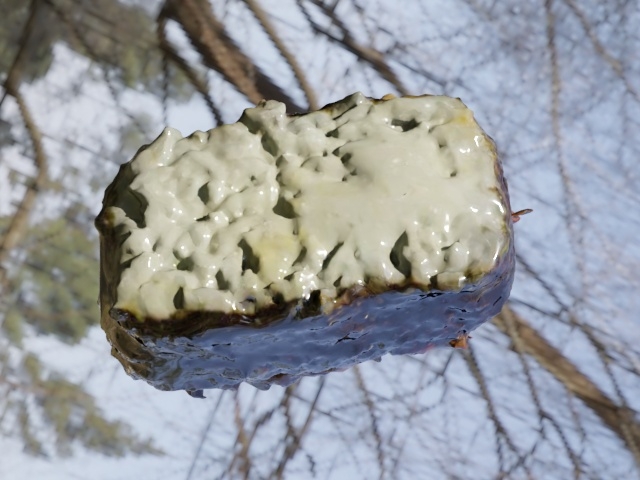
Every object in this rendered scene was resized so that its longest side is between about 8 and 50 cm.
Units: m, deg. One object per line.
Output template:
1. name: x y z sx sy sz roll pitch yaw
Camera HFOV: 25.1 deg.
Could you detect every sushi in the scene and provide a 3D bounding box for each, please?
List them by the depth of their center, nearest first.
1. sushi: 0.000 0.000 1.083 0.182 0.343 0.196 87 -8 -69

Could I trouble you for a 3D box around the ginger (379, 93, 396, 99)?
1. ginger: 0.067 -0.139 1.605 0.097 0.048 0.030 -108 -179 -65
